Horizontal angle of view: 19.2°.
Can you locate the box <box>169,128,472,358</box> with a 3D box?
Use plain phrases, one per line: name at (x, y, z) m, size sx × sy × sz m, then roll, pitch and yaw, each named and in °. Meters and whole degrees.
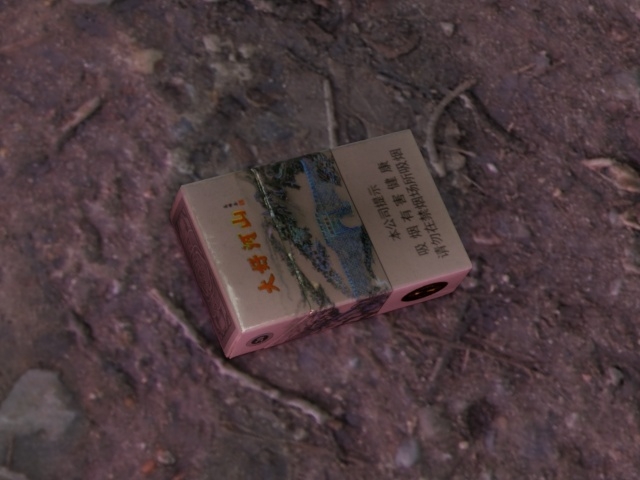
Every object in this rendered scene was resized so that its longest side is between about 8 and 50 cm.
box at (0.000, 0.000, 1.863) m, size 0.256 × 0.069 × 0.164 m, roll -15°, pitch 69°, yaw -23°
